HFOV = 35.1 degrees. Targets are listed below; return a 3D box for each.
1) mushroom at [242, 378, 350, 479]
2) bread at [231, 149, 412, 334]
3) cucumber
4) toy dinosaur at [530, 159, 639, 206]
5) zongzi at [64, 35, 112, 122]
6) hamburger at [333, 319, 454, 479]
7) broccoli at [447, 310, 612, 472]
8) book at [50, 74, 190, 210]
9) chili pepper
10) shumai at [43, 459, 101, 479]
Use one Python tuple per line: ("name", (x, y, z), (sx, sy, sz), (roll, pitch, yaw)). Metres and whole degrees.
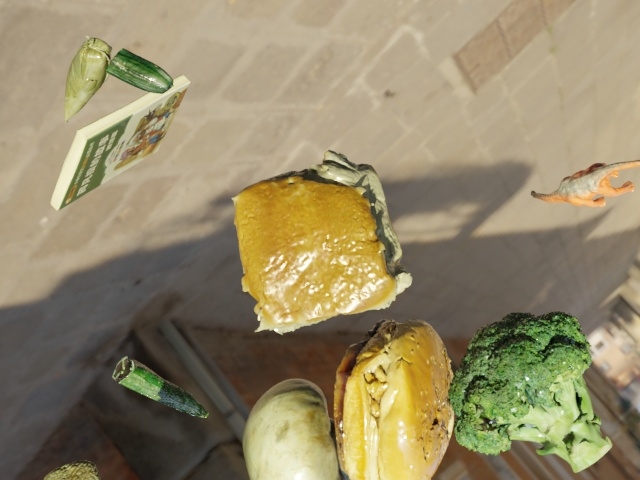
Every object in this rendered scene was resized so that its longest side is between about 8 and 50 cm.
("mushroom", (-0.031, 0.468, 2.170), (0.260, 0.352, 0.352), (-18, 163, -3))
("bread", (0.000, 0.000, 1.620), (0.250, 0.279, 0.225), (-16, 168, 9))
("cucumber", (-0.275, -0.258, 1.565), (0.048, 0.105, 0.048), (-154, -90, -89))
("toy dinosaur", (0.398, -0.084, 1.437), (0.101, 0.055, 0.279), (-3, 167, -35))
("zongzi", (-0.367, -0.249, 1.571), (0.131, 0.062, 0.154), (-65, -165, -6))
("hamburger", (0.136, 0.294, 1.814), (0.174, 0.284, 0.304), (-2, -161, 20))
("broccoli", (0.332, 0.246, 1.584), (0.270, 0.270, 0.270), (-42, 173, -6))
("book", (-0.352, -0.174, 1.784), (0.264, 0.027, 0.202), (-40, 171, -44))
("chili pepper", (-0.323, 0.319, 2.108), (0.059, 0.226, 0.088), (-59, -154, -7))
("shumai", (-0.322, 0.337, 1.316), (0.083, 0.082, 0.081), (-73, 166, -49))
